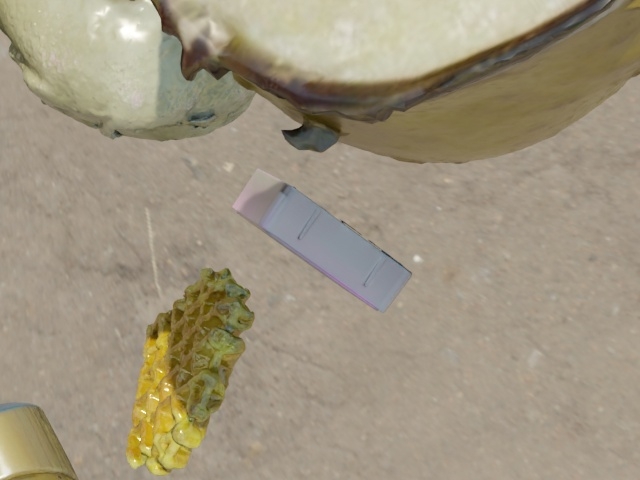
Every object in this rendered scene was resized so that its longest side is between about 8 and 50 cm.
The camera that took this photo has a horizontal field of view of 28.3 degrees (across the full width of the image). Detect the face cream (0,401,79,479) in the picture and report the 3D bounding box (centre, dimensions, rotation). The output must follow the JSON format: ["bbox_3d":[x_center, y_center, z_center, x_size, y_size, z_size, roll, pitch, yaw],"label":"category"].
[{"bbox_3d":[-0.152,0.224,0.798,0.067,0.139,0.285,-30,68,-7],"label":"face cream"}]

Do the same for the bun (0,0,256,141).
[{"bbox_3d":[-0.155,-0.154,1.009,0.239,0.239,0.141,21,104,-18],"label":"bun"}]

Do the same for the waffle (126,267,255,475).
[{"bbox_3d":[-0.146,0.148,1.468,0.057,0.229,0.219,23,137,-23],"label":"waffle"}]

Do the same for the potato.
[{"bbox_3d":[0.099,-0.215,0.603,0.290,0.296,0.397,36,103,20],"label":"potato"}]

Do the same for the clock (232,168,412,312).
[{"bbox_3d":[0.000,0.000,1.524,0.197,0.150,0.063,35,88,-21],"label":"clock"}]
